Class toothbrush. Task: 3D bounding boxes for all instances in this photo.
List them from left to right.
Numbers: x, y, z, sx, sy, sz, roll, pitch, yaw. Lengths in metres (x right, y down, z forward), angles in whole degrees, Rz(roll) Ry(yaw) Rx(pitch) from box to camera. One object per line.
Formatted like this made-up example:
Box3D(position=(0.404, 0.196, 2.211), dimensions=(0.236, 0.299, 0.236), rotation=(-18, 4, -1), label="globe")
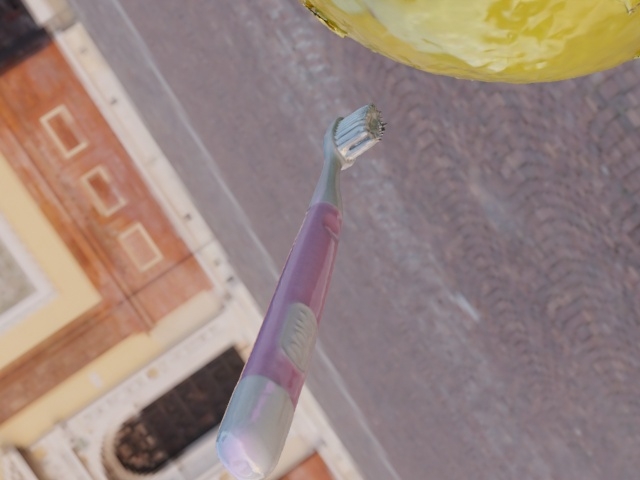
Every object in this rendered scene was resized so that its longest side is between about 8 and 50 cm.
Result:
Box3D(position=(0.000, 0.000, 0.459), dimensions=(0.020, 0.025, 0.286), rotation=(52, -159, -15), label="toothbrush")

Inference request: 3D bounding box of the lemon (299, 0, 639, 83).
Box3D(position=(0.087, -0.221, 0.643), dimensions=(0.297, 0.297, 0.297), rotation=(53, 170, 14), label="lemon")
